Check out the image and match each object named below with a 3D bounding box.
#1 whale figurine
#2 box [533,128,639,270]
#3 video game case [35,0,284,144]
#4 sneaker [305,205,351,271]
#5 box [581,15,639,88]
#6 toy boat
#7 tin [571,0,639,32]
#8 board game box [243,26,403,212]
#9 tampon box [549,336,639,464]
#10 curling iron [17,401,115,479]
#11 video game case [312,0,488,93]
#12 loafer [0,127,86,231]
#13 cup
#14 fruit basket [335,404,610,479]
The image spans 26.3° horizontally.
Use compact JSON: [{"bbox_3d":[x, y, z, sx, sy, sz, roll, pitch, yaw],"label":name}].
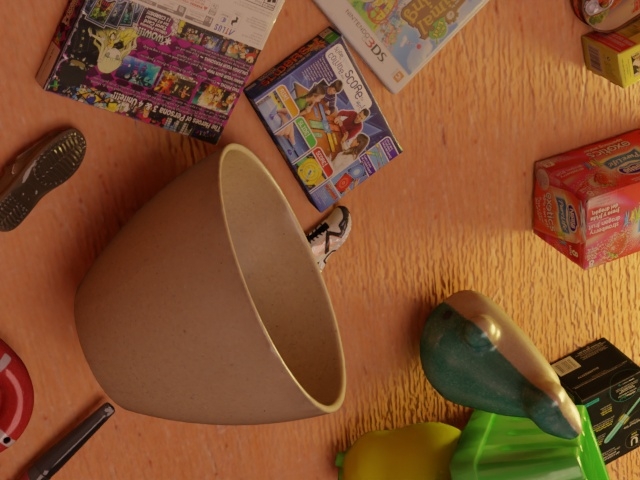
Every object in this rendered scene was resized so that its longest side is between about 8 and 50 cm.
[{"bbox_3d":[0.239,0.188,1.883,0.141,0.272,0.216,-41,134,-3],"label":"whale figurine"},{"bbox_3d":[0.441,-0.068,1.947,0.257,0.128,0.122,-18,124,-21],"label":"box"},{"bbox_3d":[-0.174,-0.234,1.542,0.232,0.042,0.210,15,108,-36],"label":"video game case"},{"bbox_3d":[0.000,0.000,1.783,0.044,0.040,0.109,27,101,-36],"label":"sneaker"},{"bbox_3d":[0.476,-0.290,1.867,0.232,0.087,0.058,-27,125,-13],"label":"box"},{"bbox_3d":[-0.422,0.171,1.561,0.151,0.151,0.231,-42,130,-2],"label":"toy boat"},{"bbox_3d":[0.417,-0.353,1.827,0.190,0.040,0.106,-32,125,-10],"label":"tin"},{"bbox_3d":[0.006,-0.147,1.704,0.136,0.035,0.201,-36,129,-7],"label":"board game box"},{"bbox_3d":[0.432,0.259,2.149,0.120,0.101,0.161,-24,127,-16],"label":"tampon box"},{"bbox_3d":[-0.358,0.309,1.755,0.274,0.035,0.068,-50,134,5],"label":"curling iron"},{"bbox_3d":[0.112,-0.313,1.677,0.212,0.023,0.193,-45,130,0],"label":"video game case"},{"bbox_3d":[-0.327,-0.075,1.543,0.148,0.050,0.056,-46,135,-20],"label":"loafer"},{"bbox_3d":[-0.144,0.081,1.603,0.237,0.331,0.331,-21,130,14],"label":"cup"},{"bbox_3d":[0.218,0.374,1.945,0.392,0.392,0.282,-20,93,-19],"label":"fruit basket"}]
